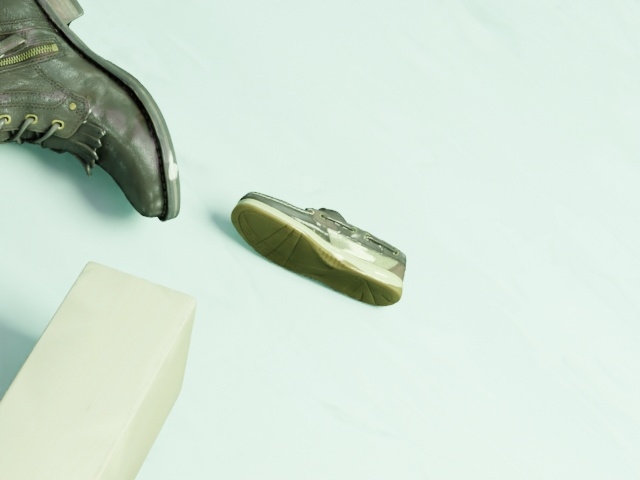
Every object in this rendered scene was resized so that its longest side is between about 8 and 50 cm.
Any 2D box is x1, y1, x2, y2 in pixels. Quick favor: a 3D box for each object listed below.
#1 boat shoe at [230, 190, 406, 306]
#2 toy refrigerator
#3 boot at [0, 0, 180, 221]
[{"bbox_3d":[0.000,0.000,1.493,0.152,0.056,0.049,31,54,-18],"label":"boat shoe"},{"bbox_3d":[-0.177,0.142,1.273,0.094,0.102,0.269,19,43,6],"label":"toy refrigerator"},{"bbox_3d":[-0.254,-0.078,1.414,0.229,0.091,0.263,-31,77,-25],"label":"boot"}]
